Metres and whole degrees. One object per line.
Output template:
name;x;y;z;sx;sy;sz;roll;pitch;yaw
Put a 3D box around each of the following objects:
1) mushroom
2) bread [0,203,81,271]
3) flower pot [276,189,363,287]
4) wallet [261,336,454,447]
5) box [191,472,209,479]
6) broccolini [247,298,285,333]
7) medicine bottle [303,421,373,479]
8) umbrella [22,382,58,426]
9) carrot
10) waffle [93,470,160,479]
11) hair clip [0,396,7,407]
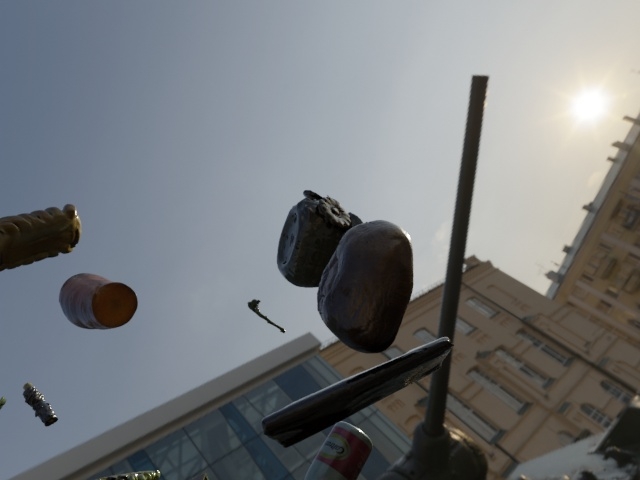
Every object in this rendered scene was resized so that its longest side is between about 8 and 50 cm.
mushroom;0.066;0.077;0.780;0.194;0.138;0.232;-68;-6;-61
bread;-0.654;-0.012;1.089;0.225;0.081;0.134;-23;-31;-55
flower pot;0.000;0.000;1.490;0.212;0.302;0.302;14;-69;-19
wallet;0.064;0.247;0.795;0.320;0.044;0.170;-25;-30;-6
box;-0.243;0.540;0.984;0.035;0.083;0.080;-22;-78;5
broccolini;-0.221;0.310;1.922;0.054;0.194;0.052;-48;-7;19
medicine bottle;0.016;0.471;0.939;0.217;0.090;0.091;-52;-32;-30
umbrella;-0.690;0.398;1.174;0.037;0.143;0.040;-58;-32;-2
carrot;-0.337;0.096;0.724;0.087;0.193;0.087;-4;-84;-39
waffle;-0.591;0.705;1.385;0.213;0.054;0.208;-17;-26;7
hair clip;-0.763;0.447;1.099;0.033;0.189;0.060;26;-50;-33
